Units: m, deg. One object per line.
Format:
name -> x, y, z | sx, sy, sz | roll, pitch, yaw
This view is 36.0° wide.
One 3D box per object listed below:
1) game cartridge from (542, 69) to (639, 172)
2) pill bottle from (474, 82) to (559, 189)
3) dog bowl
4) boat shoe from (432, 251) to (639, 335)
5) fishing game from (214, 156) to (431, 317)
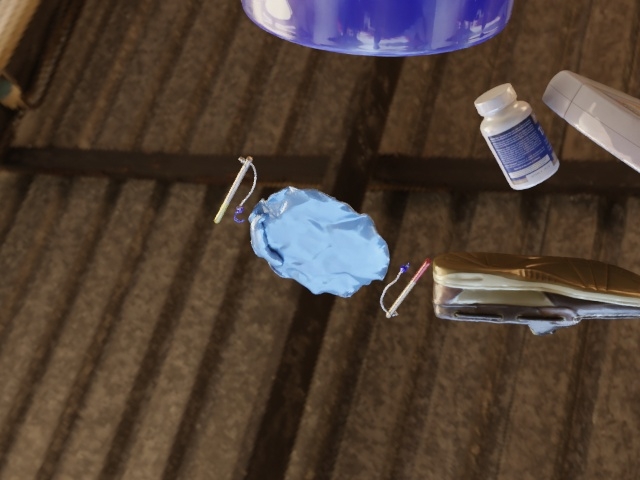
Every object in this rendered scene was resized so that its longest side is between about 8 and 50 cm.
game cartridge -> 0.400, -0.103, 1.128 | 0.297, 0.198, 0.062 | 48, -66, 44
pill bottle -> 0.238, -0.128, 1.205 | 0.067, 0.120, 0.067 | -29, -164, 9
dog bowl -> 0.055, -0.270, 0.920 | 0.265, 0.104, 0.265 | 1, -147, -1
boat shoe -> 0.223, 0.059, 1.001 | 0.223, 0.073, 0.080 | 6, -158, 5
fishing game -> 0.000, 0.000, 1.222 | 0.264, 0.189, 0.041 | 27, -130, -1
